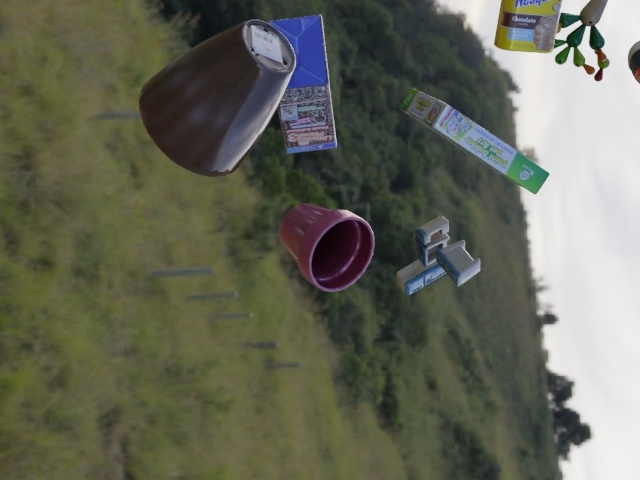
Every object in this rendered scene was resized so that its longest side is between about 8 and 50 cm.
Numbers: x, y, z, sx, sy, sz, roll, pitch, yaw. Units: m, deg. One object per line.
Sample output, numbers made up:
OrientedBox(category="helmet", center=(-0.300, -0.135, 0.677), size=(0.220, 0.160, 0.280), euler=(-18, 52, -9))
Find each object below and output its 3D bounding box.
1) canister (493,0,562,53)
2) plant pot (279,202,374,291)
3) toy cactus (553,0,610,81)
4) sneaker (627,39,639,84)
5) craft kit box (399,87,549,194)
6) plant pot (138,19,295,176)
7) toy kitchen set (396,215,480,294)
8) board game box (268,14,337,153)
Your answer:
OrientedBox(category="canister", center=(0.412, -0.458, 1.823), size=(0.073, 0.126, 0.169), euler=(-113, -153, -65))
OrientedBox(category="plant pot", center=(0.000, 0.000, 2.283), size=(0.180, 0.201, 0.201), euler=(33, -43, 44))
OrientedBox(category="toy cactus", center=(0.605, -0.486, 2.166), size=(0.180, 0.219, 0.112), euler=(-58, -172, 11))
OrientedBox(category="sneaker", center=(0.921, -0.432, 2.214), size=(0.131, 0.350, 0.148), euler=(58, 25, -43))
OrientedBox(category="craft kit box", center=(0.293, -0.197, 1.814), size=(0.061, 0.250, 0.246), euler=(-56, -162, 11))
OrientedBox(category="plant pot", center=(-0.152, -0.257, 1.554), size=(0.230, 0.215, 0.215), euler=(-38, -142, 39))
OrientedBox(category="toy kitchen set", center=(0.258, 0.073, 2.056), size=(0.166, 0.122, 0.207), euler=(54, -12, 31))
OrientedBox(category="board game box", center=(-0.045, -0.410, 2.469), size=(0.291, 0.141, 0.232), euler=(80, 4, -63))
